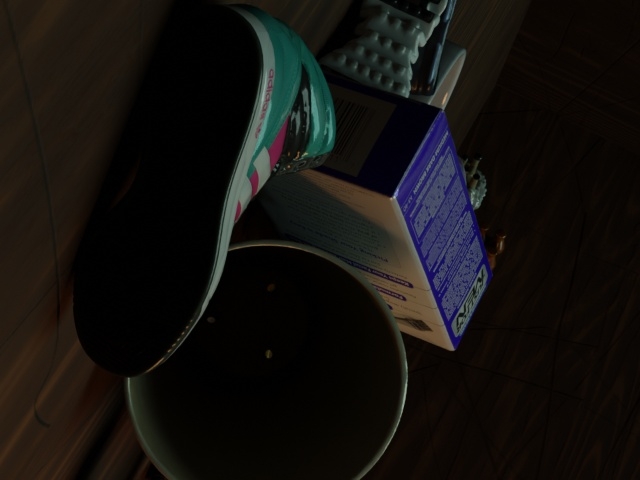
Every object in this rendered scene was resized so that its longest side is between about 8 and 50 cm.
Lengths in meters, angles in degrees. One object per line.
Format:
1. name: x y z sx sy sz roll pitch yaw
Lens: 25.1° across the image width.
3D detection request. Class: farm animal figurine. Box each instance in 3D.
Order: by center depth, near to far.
1. farm animal figurine: 0.135 -0.008 2.468 0.172 0.330 0.326 106 -16 -48

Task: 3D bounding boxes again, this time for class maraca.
1. maraca: -0.045 0.005 1.652 0.186 0.099 0.127 -16 -126 69

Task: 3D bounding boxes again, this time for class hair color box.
1. hair color box: 0.048 -0.029 1.420 0.110 0.185 0.339 -60 155 -20

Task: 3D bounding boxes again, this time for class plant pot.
1. plant pot: -0.062 0.104 1.429 0.256 0.257 0.274 -63 -171 6

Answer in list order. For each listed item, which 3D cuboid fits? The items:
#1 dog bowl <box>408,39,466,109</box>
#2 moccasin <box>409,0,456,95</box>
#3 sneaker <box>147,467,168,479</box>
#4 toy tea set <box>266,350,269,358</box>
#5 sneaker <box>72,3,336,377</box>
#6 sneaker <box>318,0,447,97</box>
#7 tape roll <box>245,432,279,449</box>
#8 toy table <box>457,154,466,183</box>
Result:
1. dog bowl: 0.096 -0.167 1.981 0.264 0.104 0.265 -62 173 -12
2. moccasin: 0.173 -0.343 1.810 0.342 0.117 0.138 -64 173 14
3. sneaker: -0.181 0.286 1.902 0.178 0.072 0.077 -79 -174 -80
4. toy tea set: -0.086 0.295 1.997 0.200 0.124 0.336 111 -10 -63
5. sneaker: -0.081 -0.045 1.093 0.178 0.124 0.295 -26 143 -63
6. sneaker: 0.048 -0.182 1.607 0.292 0.110 0.118 -58 -179 -28
7. tape roll: -0.127 0.324 1.598 0.392 0.072 0.392 -30 166 -8
8. toy table: 0.116 -0.015 2.202 0.252 0.161 0.274 137 -38 -64
